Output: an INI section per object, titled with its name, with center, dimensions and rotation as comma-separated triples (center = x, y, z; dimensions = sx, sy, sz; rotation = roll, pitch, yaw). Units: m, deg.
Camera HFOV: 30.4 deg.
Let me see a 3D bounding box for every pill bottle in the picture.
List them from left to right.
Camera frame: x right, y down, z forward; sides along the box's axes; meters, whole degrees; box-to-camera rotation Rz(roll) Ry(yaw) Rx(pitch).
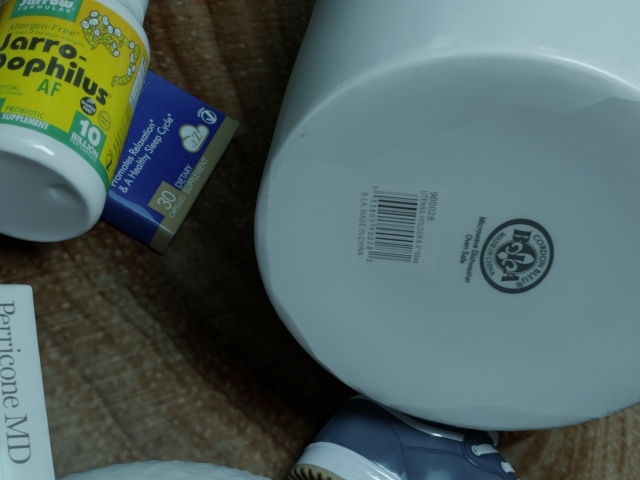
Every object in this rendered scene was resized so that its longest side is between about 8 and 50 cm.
[pill bottle]
center = -0.190, -0.113, 0.855
dimensions = 0.118, 0.117, 0.208
rotation = 21, 55, -13

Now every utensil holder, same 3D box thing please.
[utensil holder]
center = 0.138, -0.100, 0.868
dimensions = 0.328, 0.327, 0.385
rotation = 25, 38, -9

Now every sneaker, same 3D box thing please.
[sneaker]
center = 0.128, 0.198, 0.868
dimensions = 0.282, 0.099, 0.153
rotation = 35, 52, 2

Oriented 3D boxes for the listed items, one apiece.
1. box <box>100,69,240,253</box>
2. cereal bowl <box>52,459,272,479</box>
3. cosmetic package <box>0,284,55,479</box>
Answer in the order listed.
[box]
center = -0.191, -0.099, 0.944
dimensions = 0.225, 0.036, 0.136
rotation = 29, 51, -5
[cereal bowl]
center = -0.107, 0.269, 0.624
dimensions = 0.339, 0.141, 0.339
rotation = -6, 103, -27
[cosmetic package]
center = -0.264, 0.124, 0.687
dimensions = 0.184, 0.151, 0.151
rotation = 0, 59, -26
